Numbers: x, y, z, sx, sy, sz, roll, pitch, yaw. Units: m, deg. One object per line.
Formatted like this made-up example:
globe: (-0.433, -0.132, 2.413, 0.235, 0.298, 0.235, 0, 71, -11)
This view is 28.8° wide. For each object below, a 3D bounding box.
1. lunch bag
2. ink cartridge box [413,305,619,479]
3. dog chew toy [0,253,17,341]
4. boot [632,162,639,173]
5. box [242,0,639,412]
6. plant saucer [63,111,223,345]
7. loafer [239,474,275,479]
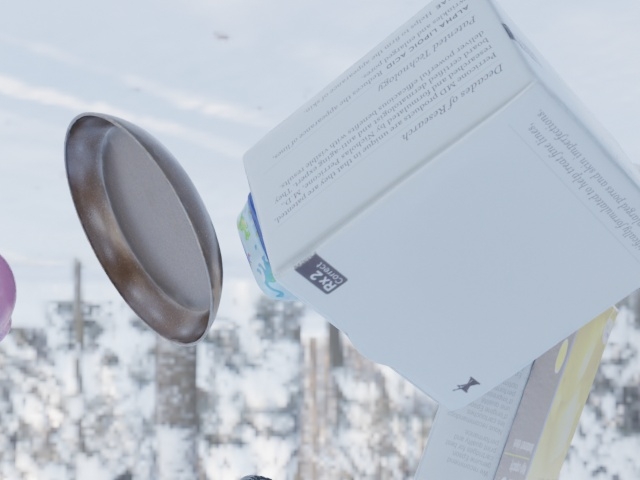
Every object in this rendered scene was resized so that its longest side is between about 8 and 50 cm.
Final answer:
lunch bag: (0.000, 0.000, 1.826, 0.219, 0.176, 0.090, -4, 148, -28)
ink cartridge box: (0.148, 0.167, 0.999, 0.072, 0.307, 0.303, 17, 175, 21)
dog chew toy: (-0.441, -0.002, 1.262, 0.207, 0.206, 0.332, -4, 140, 40)
boot: (0.256, -0.006, 1.252, 0.190, 0.086, 0.069, -25, -159, 33)
box: (0.083, -0.021, 0.733, 0.182, 0.119, 0.181, -37, 130, 17)
plant saucer: (-0.208, -0.019, 1.512, 0.050, 0.310, 0.311, -30, -169, -29)
loafer: (-0.031, 0.363, 1.419, 0.078, 0.220, 0.080, -48, 161, 16)
